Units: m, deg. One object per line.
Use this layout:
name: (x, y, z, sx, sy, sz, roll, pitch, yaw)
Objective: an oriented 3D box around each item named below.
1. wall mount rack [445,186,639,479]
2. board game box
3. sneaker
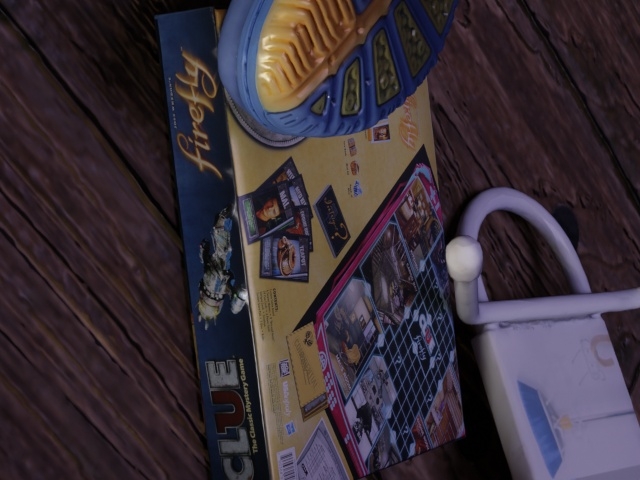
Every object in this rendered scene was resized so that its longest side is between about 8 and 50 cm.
wall mount rack: (0.153, 0.115, 0.982, 0.304, 0.130, 0.350, -3, 71, -48)
board game box: (0.000, 0.000, 0.939, 0.165, 0.042, 0.243, -12, 98, -50)
sneaker: (0.005, -0.160, 0.887, 0.112, 0.131, 0.296, 76, 33, -42)
